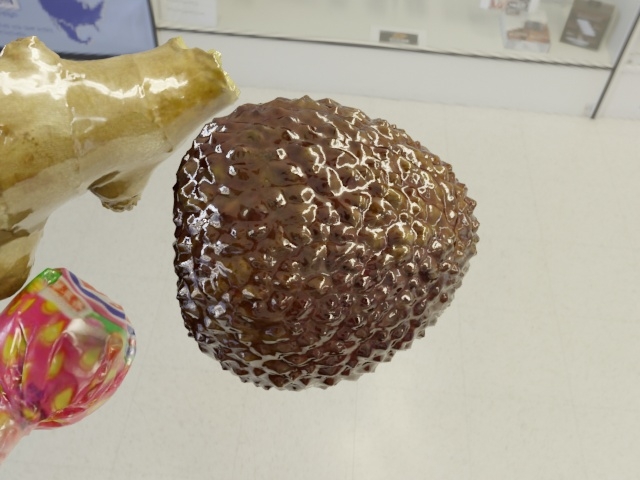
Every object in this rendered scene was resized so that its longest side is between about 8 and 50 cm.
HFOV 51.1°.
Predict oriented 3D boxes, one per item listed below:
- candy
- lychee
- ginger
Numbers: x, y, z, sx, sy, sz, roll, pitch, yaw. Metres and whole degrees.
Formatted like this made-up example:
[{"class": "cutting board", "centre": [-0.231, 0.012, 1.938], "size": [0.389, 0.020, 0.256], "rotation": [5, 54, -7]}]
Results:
[{"class": "candy", "centre": [-0.269, 0.181, 0.499], "size": [0.124, 0.124, 0.365], "rotation": [19, 52, 13]}, {"class": "lychee", "centre": [-0.004, 0.002, 0.425], "size": [0.194, 0.194, 0.194], "rotation": [2, 49, -2]}, {"class": "ginger", "centre": [-0.233, -0.041, 0.506], "size": [0.375, 0.236, 0.166], "rotation": [-5, 16, -27]}]
